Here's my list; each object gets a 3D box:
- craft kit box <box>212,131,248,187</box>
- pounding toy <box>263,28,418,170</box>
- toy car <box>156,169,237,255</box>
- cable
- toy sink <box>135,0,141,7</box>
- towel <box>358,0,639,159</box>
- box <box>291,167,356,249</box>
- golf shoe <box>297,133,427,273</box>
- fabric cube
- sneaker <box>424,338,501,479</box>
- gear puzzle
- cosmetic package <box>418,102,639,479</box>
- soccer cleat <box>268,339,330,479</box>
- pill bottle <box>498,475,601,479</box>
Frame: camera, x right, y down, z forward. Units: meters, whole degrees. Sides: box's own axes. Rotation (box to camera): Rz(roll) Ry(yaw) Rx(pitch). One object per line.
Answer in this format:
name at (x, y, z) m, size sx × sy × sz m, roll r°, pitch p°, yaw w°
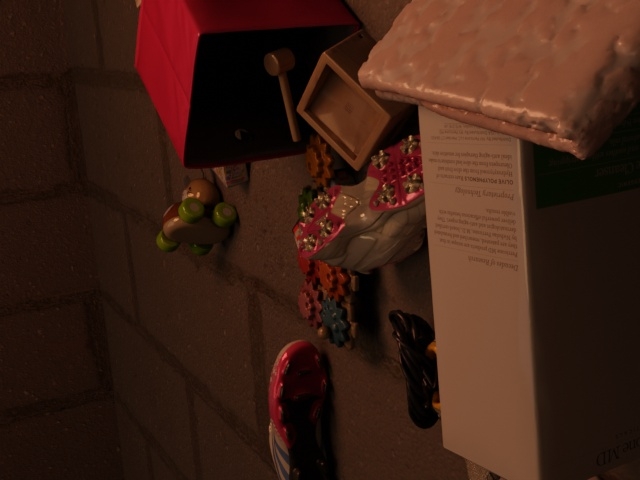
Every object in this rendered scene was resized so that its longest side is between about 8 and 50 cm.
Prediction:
craft kit box at (-0.231, -0.270, 1.764) m, size 0.246 × 0.061 × 0.250 m, roll 46°, pitch 152°, yaw 45°
pounding toy at (0.022, -0.207, 1.222) m, size 0.206 × 0.094 × 0.181 m, roll 46°, pitch 146°, yaw 10°
toy car at (-0.277, -0.087, 1.906) m, size 0.155 × 0.149 × 0.188 m, roll -45°, pitch 47°, yaw 46°
cable at (0.124, 0.170, 1.166) m, size 0.184 × 0.047 × 0.150 m, roll 52°, pitch -146°, yaw -64°
toy sink at (-0.298, -0.591, 1.723) m, size 0.131 × 0.153 × 0.234 m, roll -7°, pitch 95°, yaw 65°
towel at (0.208, -0.229, 0.719) m, size 0.332 × 0.053 × 0.317 m, roll -53°, pitch 30°, yaw -4°
box at (0.016, -0.018, 1.436) m, size 0.114 × 0.036 × 0.207 m, roll 69°, pitch 153°, yaw 20°
golf shoe at (0.105, -0.043, 1.183) m, size 0.306 × 0.140 × 0.115 m, roll -29°, pitch 43°, yaw 43°
fabric cube at (-0.129, -0.302, 1.372) m, size 0.258 × 0.254 × 0.259 m, roll 60°, pitch 148°, yaw 34°
sneaker at (0.184, 0.223, 1.121) m, size 0.088 × 0.093 × 0.225 m, roll -14°, pitch 87°, yaw 64°
gear puzzle at (0.000, 0.000, 1.377) m, size 0.175 × 0.044 × 0.339 m, roll 31°, pitch 127°, yaw 57°
cosmetic package at (0.224, 0.032, 0.851) m, size 0.155 × 0.197 × 0.365 m, roll 11°, pitch 111°, yaw 60°
soccer cleat at (-0.055, 0.331, 1.623) m, size 0.143 × 0.116 × 0.331 m, roll 24°, pitch 121°, yaw 59°
pill bottle at (0.266, 0.372, 0.979) m, size 0.121 × 0.121 × 0.216 m, roll 4°, pitch 104°, yaw 63°
